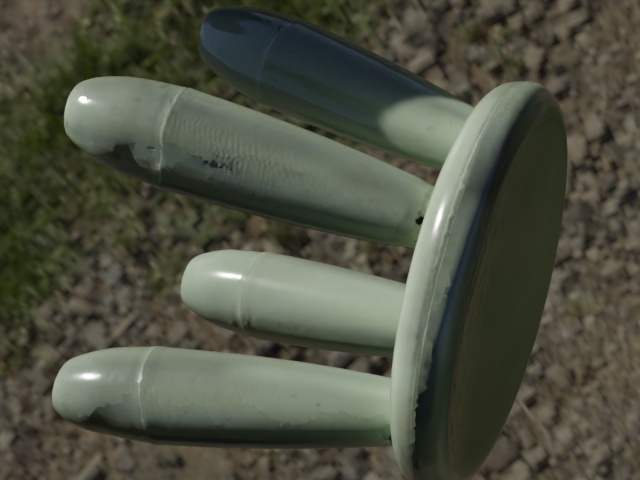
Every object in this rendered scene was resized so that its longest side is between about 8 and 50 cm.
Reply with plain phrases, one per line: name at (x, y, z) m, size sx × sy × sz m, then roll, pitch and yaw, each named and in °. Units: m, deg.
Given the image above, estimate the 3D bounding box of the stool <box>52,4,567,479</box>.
stool at (0.000, 0.000, 0.885) m, size 0.199 × 0.195 × 0.195 m, roll 16°, pitch 26°, yaw 18°
